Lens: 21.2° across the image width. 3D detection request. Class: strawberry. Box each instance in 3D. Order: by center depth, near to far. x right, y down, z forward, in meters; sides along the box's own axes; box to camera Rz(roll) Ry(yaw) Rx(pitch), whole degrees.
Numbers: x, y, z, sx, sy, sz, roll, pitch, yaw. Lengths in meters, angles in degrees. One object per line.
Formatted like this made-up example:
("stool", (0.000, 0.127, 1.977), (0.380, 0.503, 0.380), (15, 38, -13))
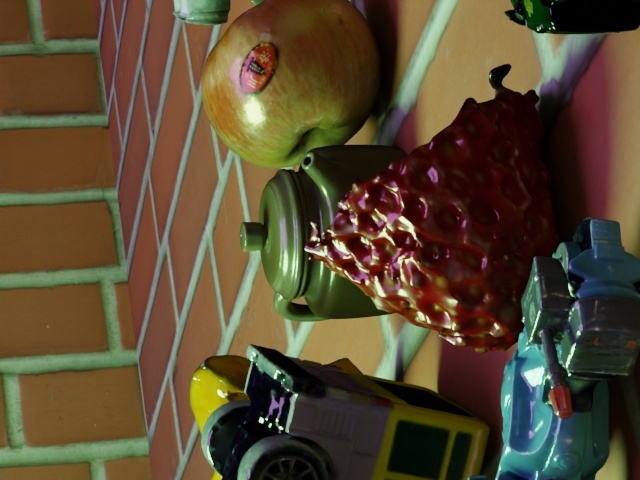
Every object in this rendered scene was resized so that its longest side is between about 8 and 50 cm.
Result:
("strawberry", (0.128, -0.003, 1.397), (0.178, 0.234, 0.234), (52, 155, 14))

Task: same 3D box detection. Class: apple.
("apple", (-0.032, -0.178, 1.853), (0.164, 0.209, 0.209), (64, 160, 14))

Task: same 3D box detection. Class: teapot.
("teapot", (0.000, 0.000, 1.820), (0.267, 0.175, 0.185), (103, 161, -47))

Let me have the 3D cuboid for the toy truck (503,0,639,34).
("toy truck", (0.180, -0.278, 1.219), (0.121, 0.088, 0.259), (-148, 58, -72))

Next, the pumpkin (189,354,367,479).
("pumpkin", (-0.026, 0.239, 1.820), (0.095, 0.258, 0.290), (32, 124, 56))

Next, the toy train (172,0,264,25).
("toy train", (-0.088, -0.400, 1.918), (0.173, 0.249, 0.307), (-141, 48, -67))

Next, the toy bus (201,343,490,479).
("toy bus", (-0.005, 0.344, 1.628), (0.209, 0.249, 0.440), (-161, 84, -74))

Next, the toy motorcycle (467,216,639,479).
("toy motorcycle", (0.179, 0.115, 1.248), (0.272, 0.124, 0.182), (101, 171, -45))
